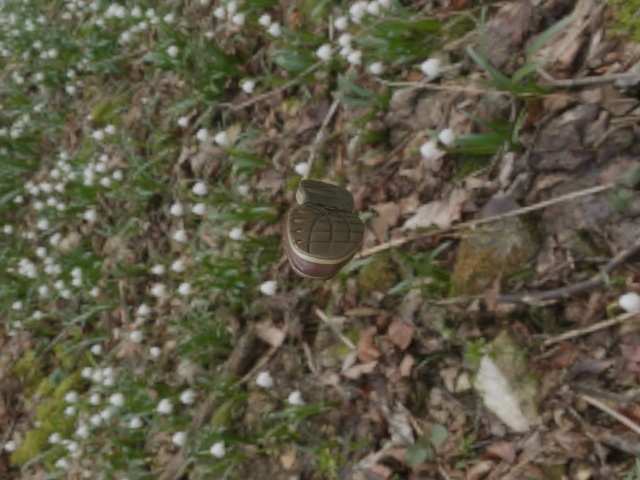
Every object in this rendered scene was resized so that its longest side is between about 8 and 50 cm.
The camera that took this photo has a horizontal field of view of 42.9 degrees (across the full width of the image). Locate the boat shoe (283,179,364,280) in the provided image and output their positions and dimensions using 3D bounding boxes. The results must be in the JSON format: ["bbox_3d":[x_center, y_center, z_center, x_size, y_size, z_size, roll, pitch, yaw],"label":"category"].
[{"bbox_3d":[0.000,0.000,0.697,0.178,0.064,0.060,-87,11,-71],"label":"boat shoe"}]
